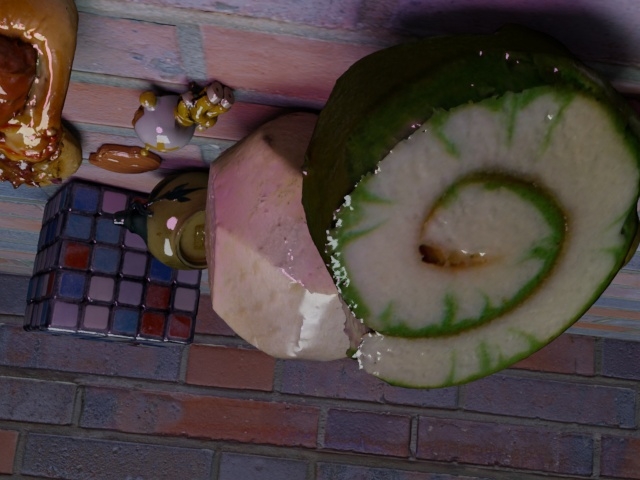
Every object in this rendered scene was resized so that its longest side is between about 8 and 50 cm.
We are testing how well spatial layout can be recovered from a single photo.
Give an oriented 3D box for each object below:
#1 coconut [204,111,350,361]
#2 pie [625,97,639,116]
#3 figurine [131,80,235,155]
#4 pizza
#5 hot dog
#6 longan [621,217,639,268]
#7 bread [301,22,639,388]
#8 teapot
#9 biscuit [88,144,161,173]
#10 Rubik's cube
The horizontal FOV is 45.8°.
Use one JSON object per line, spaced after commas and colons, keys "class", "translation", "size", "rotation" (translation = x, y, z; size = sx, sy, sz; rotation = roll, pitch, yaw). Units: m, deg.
{"class": "coconut", "translation": [0.000, 0.000, 1.018], "size": [0.352, 0.353, 0.352], "rotation": [6, 168, 1]}
{"class": "pie", "translation": [0.342, -0.112, 0.910], "size": [0.204, 0.054, 0.219], "rotation": [6, 166, -1]}
{"class": "figurine", "translation": [-0.169, -0.153, 0.942], "size": [0.143, 0.068, 0.101], "rotation": [-10, 160, 11]}
{"class": "pizza", "translation": [-0.479, -0.132, 1.147], "size": [0.228, 0.081, 0.289], "rotation": [11, 169, -23]}
{"class": "hot dog", "translation": [-0.329, -0.157, 0.769], "size": [0.150, 0.153, 0.256], "rotation": [12, 167, -26]}
{"class": "longan", "translation": [0.388, -0.004, 1.126], "size": [0.145, 0.176, 0.155], "rotation": [40, 165, 14]}
{"class": "bread", "translation": [0.137, -0.018, 0.752], "size": [0.366, 0.382, 0.129], "rotation": [19, -153, -33]}
{"class": "teapot", "translation": [-0.217, -0.050, 1.296], "size": [0.269, 0.173, 0.182], "rotation": [-15, -142, -31]}
{"class": "biscuit", "translation": [-0.317, -0.129, 1.233], "size": [0.102, 0.019, 0.130], "rotation": [14, 165, -38]}
{"class": "Rubik's cube", "translation": [-0.421, 0.062, 1.551], "size": [0.287, 0.292, 0.293], "rotation": [11, 166, -28]}
